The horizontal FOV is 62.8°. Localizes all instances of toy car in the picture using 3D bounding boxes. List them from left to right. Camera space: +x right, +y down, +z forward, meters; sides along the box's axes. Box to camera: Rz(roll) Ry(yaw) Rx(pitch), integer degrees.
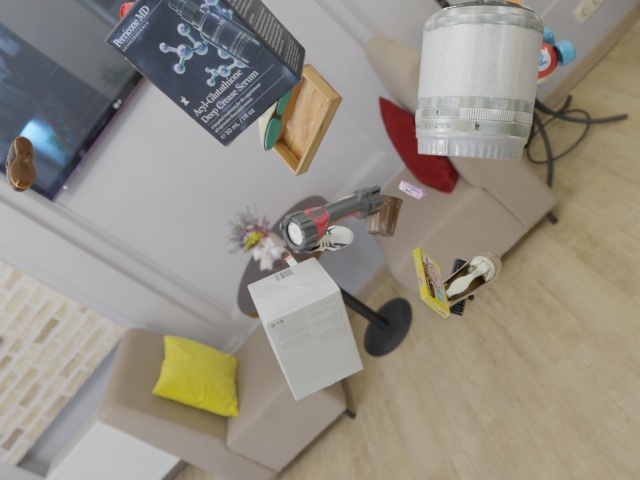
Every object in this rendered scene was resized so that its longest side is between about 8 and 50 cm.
[{"bbox_3d":[0.595,-0.598,1.542,0.219,0.238,0.210,-28,44,6],"label":"toy car"}]

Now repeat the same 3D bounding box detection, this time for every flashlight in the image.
[{"bbox_3d":[0.038,-0.059,1.377,0.303,0.103,0.103,-22,11,-40],"label":"flashlight"}]

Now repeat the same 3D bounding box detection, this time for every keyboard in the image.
[{"bbox_3d":[0.474,0.159,1.747,0.023,0.108,0.180,5,79,68],"label":"keyboard"}]

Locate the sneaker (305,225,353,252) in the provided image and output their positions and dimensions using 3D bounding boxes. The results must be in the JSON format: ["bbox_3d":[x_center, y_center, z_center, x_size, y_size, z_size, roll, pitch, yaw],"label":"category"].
[{"bbox_3d":[0.000,0.000,1.851,0.153,0.234,0.094,-70,-16,-80],"label":"sneaker"}]

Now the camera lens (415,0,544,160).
[{"bbox_3d":[0.299,-0.298,1.007,0.219,0.219,0.275,-153,64,-66],"label":"camera lens"}]

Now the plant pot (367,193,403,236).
[{"bbox_3d":[0.280,-0.108,2.363,0.167,0.166,0.165,-4,74,60],"label":"plant pot"}]

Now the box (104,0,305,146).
[{"bbox_3d":[-0.277,-0.499,1.346,0.293,0.395,0.212,-34,31,28],"label":"box"}]

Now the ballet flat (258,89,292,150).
[{"bbox_3d":[-0.171,-0.438,1.837,0.249,0.086,0.086,-69,24,3],"label":"ballet flat"}]

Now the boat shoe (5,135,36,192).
[{"bbox_3d":[-0.903,-0.218,1.575,0.073,0.073,0.207,-38,49,27],"label":"boat shoe"}]

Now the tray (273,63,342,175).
[{"bbox_3d":[-0.070,-0.473,2.102,0.076,0.203,0.411,-28,-20,-36],"label":"tray"}]

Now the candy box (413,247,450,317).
[{"bbox_3d":[0.317,0.118,1.501,0.027,0.105,0.206,-36,29,26],"label":"candy box"}]

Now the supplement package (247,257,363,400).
[{"bbox_3d":[-0.040,0.227,1.371,0.199,0.263,0.198,-23,29,-11],"label":"supplement package"}]

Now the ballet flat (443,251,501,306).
[{"bbox_3d":[0.476,0.121,1.656,0.315,0.108,0.106,-34,-15,-22],"label":"ballet flat"}]

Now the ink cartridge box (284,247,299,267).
[{"bbox_3d":[-0.106,0.086,2.000,0.029,0.063,0.115,-40,62,-2],"label":"ink cartridge box"}]

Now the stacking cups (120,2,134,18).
[{"bbox_3d":[-0.435,-0.660,1.541,0.096,0.096,0.316,-28,5,45],"label":"stacking cups"}]

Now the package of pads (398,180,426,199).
[{"bbox_3d":[0.291,-0.160,1.656,0.050,0.083,0.032,-16,-48,-64],"label":"package of pads"}]
